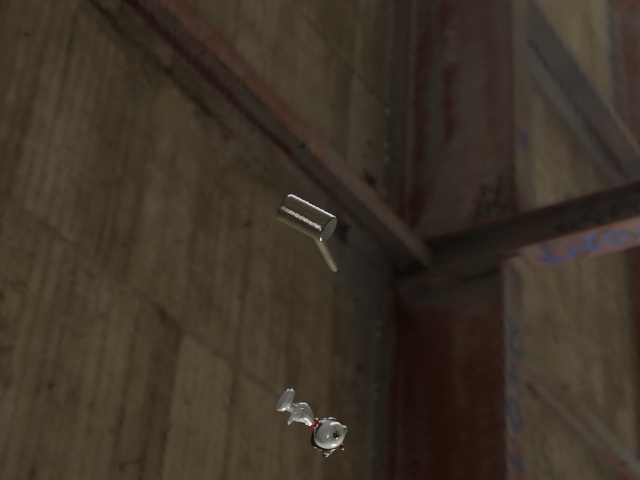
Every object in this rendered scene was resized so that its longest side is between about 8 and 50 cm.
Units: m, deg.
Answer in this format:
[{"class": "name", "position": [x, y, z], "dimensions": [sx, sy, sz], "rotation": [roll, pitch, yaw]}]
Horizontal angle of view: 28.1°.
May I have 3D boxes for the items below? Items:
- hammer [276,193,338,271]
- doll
[{"class": "hammer", "position": [0.000, 0.000, 0.871], "dimensions": [0.019, 0.035, 0.110], "rotation": [-58, -19, -10]}, {"class": "doll", "position": [-0.009, 0.194, 1.349], "dimensions": [0.040, 0.085, 0.058], "rotation": [-57, -8, -17]}]
